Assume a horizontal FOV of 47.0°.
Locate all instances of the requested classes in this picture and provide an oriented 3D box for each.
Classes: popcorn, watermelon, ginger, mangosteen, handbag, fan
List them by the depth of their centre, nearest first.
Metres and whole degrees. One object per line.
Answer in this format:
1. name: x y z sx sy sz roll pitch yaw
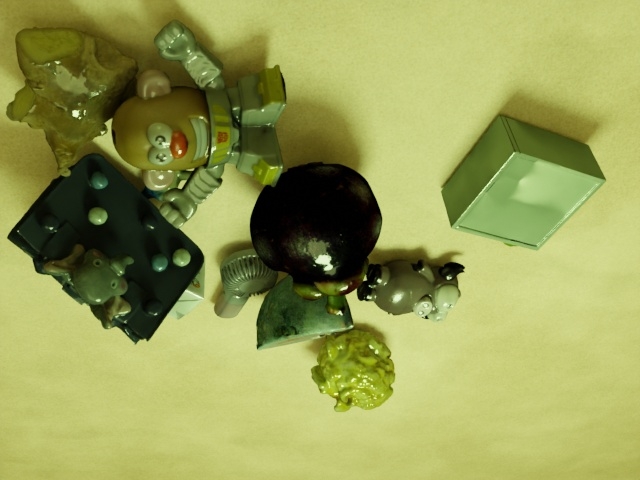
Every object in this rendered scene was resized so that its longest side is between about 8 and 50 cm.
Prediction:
1. ginger: -0.419 -0.234 1.256 0.219 0.123 0.270 -7 145 -25
2. handbag: -0.398 0.027 1.390 0.326 0.269 0.118 45 143 -23
3. mangosteen: 0.000 0.000 1.428 0.275 0.275 0.302 -14 97 8
4. watermelon: -0.061 0.139 1.628 0.188 0.175 0.322 -8 169 -20
5. fan: -0.186 0.106 1.706 0.130 0.074 0.244 5 143 -29
6. popcorn: 0.080 0.346 1.918 0.235 0.181 0.217 29 129 -24

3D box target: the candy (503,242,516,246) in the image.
1. candy: 0.375 -0.041 1.636 0.194 0.062 0.058 22 175 -17

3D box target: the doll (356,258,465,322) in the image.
1. doll: 0.220 0.113 1.728 0.258 0.117 0.182 14 128 -18

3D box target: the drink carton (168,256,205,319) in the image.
1. drink carton: -0.393 0.043 1.560 0.315 0.130 0.107 31 128 -33

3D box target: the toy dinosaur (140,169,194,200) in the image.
1. toy dinosaur: -0.336 -0.133 1.427 0.188 0.075 0.247 0 142 14

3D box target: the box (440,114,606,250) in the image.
1. box: 0.406 -0.112 1.503 0.225 0.117 0.225 13 135 -22

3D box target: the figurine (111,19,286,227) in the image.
1. figurine: -0.213 -0.191 1.267 0.285 0.167 0.342 -3 94 -19
